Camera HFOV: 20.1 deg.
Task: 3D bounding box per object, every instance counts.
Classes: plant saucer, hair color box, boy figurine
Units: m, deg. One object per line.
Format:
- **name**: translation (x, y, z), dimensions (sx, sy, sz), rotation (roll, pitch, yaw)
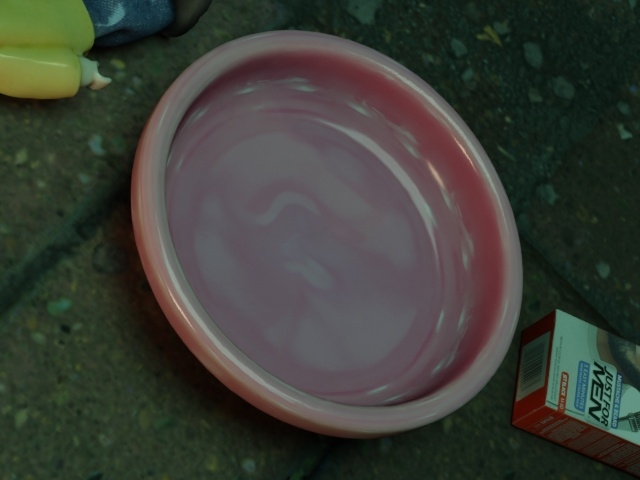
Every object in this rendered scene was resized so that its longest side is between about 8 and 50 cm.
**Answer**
- **plant saucer**: translation (0.000, 0.000, 1.394), dimensions (0.332, 0.084, 0.332), rotation (13, 62, -25)
- **hair color box**: translation (0.246, 0.134, 1.496), dimensions (0.167, 0.053, 0.093), rotation (24, 56, -21)
- **boy figurine**: translation (-0.226, -0.187, 1.346), dimensions (0.285, 0.092, 0.177), rotation (-16, 79, -39)
